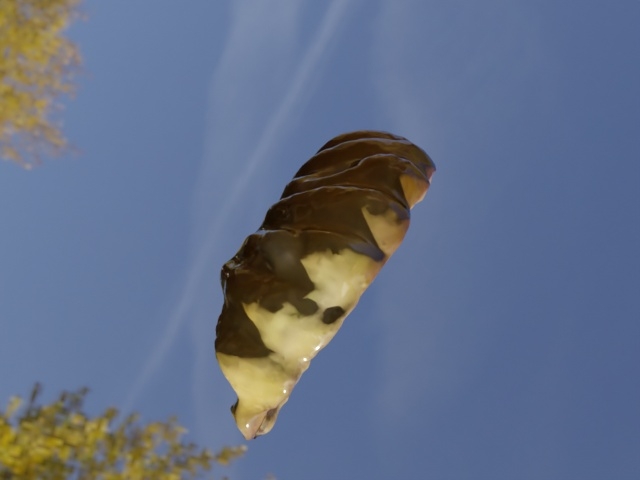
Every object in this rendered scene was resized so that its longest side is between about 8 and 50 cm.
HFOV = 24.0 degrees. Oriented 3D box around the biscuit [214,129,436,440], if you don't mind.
[{"bbox_3d":[0.000,0.000,0.701,0.118,0.061,0.183,-53,-177,35],"label":"biscuit"}]
